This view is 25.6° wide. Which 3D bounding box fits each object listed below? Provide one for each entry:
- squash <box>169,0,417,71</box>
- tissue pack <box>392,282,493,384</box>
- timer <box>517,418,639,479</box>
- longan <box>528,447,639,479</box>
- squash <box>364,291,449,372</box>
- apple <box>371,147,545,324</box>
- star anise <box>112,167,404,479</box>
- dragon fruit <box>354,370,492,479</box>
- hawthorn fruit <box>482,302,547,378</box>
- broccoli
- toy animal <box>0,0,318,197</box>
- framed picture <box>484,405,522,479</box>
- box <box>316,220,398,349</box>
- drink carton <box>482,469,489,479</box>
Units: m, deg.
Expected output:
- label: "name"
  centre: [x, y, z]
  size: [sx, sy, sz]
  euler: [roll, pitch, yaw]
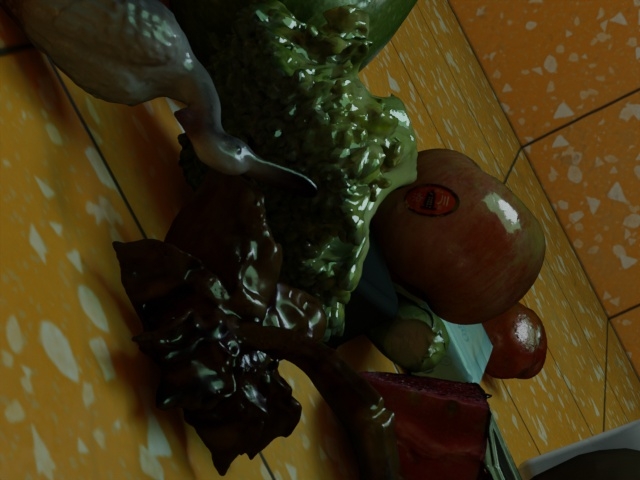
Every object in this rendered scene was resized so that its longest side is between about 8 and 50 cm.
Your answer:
- label: "squash"
  centre: [-0.054, -0.267, 1.488]
  size: [0.310, 0.310, 0.309]
  euler: [55, 40, -27]
- label: "tissue pack"
  centre: [0.117, 0.058, 1.753]
  size: [0.263, 0.089, 0.177]
  euler: [63, 19, -9]
- label: "timer"
  centre: [0.368, 0.359, 1.802]
  size: [0.192, 0.194, 0.195]
  euler: [82, -12, -71]
- label: "longan"
  centre: [0.250, 0.377, 1.218]
  size: [0.404, 0.336, 0.405]
  euler: [5, 90, -69]
- label: "squash"
  centre: [0.089, 0.098, 1.535]
  size: [0.069, 0.069, 0.239]
  euler: [61, -6, -11]
- label: "apple"
  centre: [0.144, -0.004, 1.567]
  size: [0.209, 0.164, 0.209]
  euler: [40, 0, 0]
- label: "star anise"
  centre: [-0.041, 0.097, 1.091]
  size: [0.346, 0.148, 0.237]
  euler: [56, 16, 22]
- label: "dragon fruit"
  centre: [0.101, 0.199, 1.404]
  size: [0.189, 0.163, 0.261]
  euler: [36, 4, 6]
- label: "hawthorn fruit"
  centre: [0.281, 0.151, 2.082]
  size: [0.128, 0.128, 0.128]
  euler: [55, 18, -28]
- label: "broccoli"
  centre: [0.007, -0.072, 1.282]
  size: [0.248, 0.245, 0.288]
  euler: [40, -44, 43]
- label: "toy animal"
  centre: [-0.149, -0.155, 1.127]
  size: [0.195, 0.090, 0.324]
  euler: [-1, 43, -46]
- label: "framed picture"
  centre: [0.231, 0.320, 1.533]
  size: [0.216, 0.016, 0.273]
  euler: [-77, 143, -76]
- label: "box"
  centre: [0.000, 0.000, 1.471]
  size: [0.144, 0.090, 0.201]
  euler: [39, 30, -54]
- label: "drink carton"
  centre: [0.191, 0.354, 1.556]
  size: [0.223, 0.071, 0.096]
  euler: [59, 16, -17]
